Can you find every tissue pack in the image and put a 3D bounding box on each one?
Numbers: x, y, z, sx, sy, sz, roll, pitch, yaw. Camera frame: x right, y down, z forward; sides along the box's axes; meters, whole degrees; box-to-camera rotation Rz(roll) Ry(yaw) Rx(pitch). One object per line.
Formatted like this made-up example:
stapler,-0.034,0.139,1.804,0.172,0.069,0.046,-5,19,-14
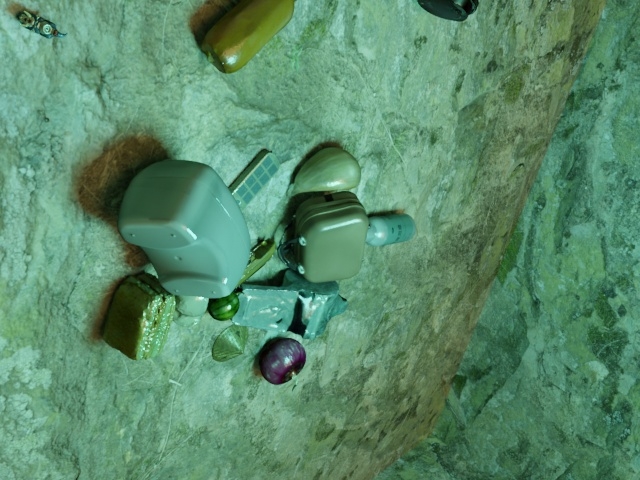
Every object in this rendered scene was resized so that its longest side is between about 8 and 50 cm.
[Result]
tissue pack,-0.304,-0.035,1.437,0.333,0.229,0.236,67,31,-49

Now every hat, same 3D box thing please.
hat,-0.269,0.344,1.945,0.146,0.067,0.146,-32,139,-33

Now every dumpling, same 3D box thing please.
dumpling,-0.371,0.150,1.652,0.134,0.100,0.169,9,139,-18

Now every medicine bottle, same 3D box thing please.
medicine bottle,0.213,-0.034,2.216,0.352,0.110,0.110,-8,123,-49

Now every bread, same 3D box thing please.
bread,-0.453,0.192,1.527,0.102,0.138,0.196,-7,122,-62

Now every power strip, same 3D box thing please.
power strip,-0.194,-0.154,1.671,0.227,0.029,0.080,-50,146,-11

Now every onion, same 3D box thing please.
onion,-0.128,0.422,2.119,0.177,0.153,0.177,-21,119,-44

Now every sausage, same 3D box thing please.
sausage,-0.134,-0.512,1.393,0.328,0.112,0.112,-47,145,-17

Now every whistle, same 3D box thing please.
whistle,-0.093,0.209,1.946,0.405,0.188,0.168,-9,124,-51

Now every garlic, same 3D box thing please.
garlic,0.024,-0.197,1.850,0.245,0.145,0.164,-17,160,-42

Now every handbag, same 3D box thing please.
handbag,0.000,0.000,1.896,0.283,0.149,0.302,-12,141,-14

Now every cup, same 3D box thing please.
cup,0.403,-0.803,1.785,0.196,0.196,0.279,16,95,-55

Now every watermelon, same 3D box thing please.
watermelon,-0.282,0.182,1.775,0.109,0.109,0.109,-32,139,-33

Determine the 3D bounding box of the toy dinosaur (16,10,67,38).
toy dinosaur,-0.497,-0.381,1.084,0.083,0.047,0.030,13,104,-54

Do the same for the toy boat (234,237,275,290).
toy boat,-0.223,0.064,1.779,0.226,0.068,0.088,-39,134,-24
